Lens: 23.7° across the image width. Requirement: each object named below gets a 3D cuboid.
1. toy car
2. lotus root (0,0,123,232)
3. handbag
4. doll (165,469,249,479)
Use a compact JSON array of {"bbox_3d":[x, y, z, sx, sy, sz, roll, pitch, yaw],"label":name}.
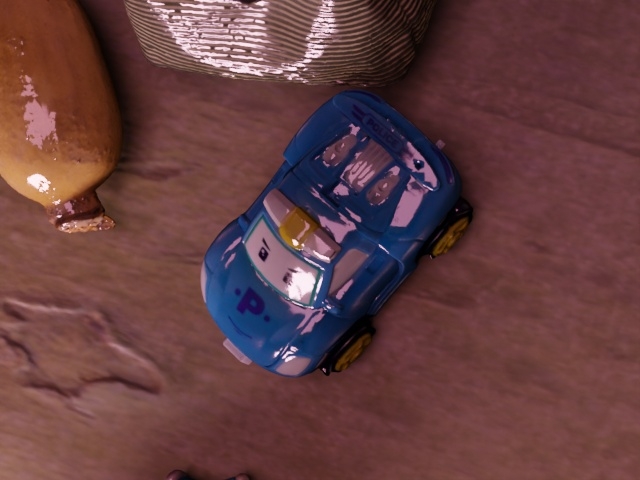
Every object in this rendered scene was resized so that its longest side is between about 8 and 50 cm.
[{"bbox_3d":[0.000,0.000,1.542,0.198,0.166,0.314,44,102,17],"label":"toy car"},{"bbox_3d":[-0.295,-0.155,1.648,0.146,0.131,0.303,-15,85,17],"label":"lotus root"},{"bbox_3d":[-0.053,-0.310,1.505,0.340,0.240,0.247,8,66,19],"label":"handbag"},{"bbox_3d":[-0.105,0.297,1.608,0.152,0.085,0.114,22,71,26],"label":"doll"}]
